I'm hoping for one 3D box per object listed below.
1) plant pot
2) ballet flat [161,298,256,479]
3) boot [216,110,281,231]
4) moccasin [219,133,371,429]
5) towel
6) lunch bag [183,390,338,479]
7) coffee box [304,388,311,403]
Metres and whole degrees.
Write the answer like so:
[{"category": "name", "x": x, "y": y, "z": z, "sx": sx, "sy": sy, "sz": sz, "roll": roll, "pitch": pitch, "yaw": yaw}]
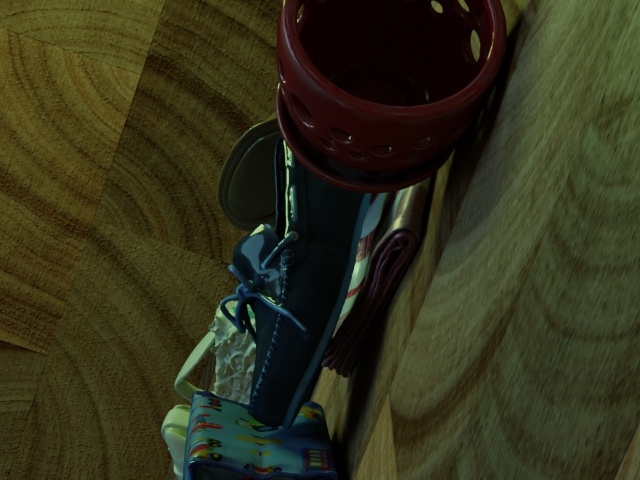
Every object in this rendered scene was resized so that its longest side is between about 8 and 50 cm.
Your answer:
[{"category": "plant pot", "x": 0.055, "y": -0.145, "z": 1.577, "sx": 0.174, "sy": 0.191, "sz": 0.191, "roll": 99, "pitch": -174, "yaw": -63}, {"category": "ballet flat", "x": -0.137, "y": 0.225, "z": 2.446, "sx": 0.147, "sy": 0.147, "sz": 0.409, "roll": -79, "pitch": 9, "yaw": -52}, {"category": "boot", "x": 0.011, "y": -0.139, "z": 2.008, "sx": 0.283, "sy": 0.109, "sz": 0.220, "roll": -56, "pitch": -5, "yaw": 20}, {"category": "moccasin", "x": -0.036, "y": 0.035, "z": 1.773, "sx": 0.342, "sy": 0.117, "sz": 0.137, "roll": -76, "pitch": 9, "yaw": -45}, {"category": "towel", "x": 0.072, "y": -0.053, "z": 1.834, "sx": 0.237, "sy": 0.037, "sz": 0.329, "roll": 116, "pitch": 171, "yaw": -47}, {"category": "lunch bag", "x": -0.072, "y": 0.316, "z": 1.716, "sx": 0.221, "sy": 0.138, "sz": 0.293, "roll": -106, "pitch": 23, "yaw": -78}, {"category": "coffee box", "x": -0.029, "y": 0.139, "z": 2.139, "sx": 0.184, "sy": 0.040, "sz": 0.113, "roll": -85, "pitch": 15, "yaw": -67}]
